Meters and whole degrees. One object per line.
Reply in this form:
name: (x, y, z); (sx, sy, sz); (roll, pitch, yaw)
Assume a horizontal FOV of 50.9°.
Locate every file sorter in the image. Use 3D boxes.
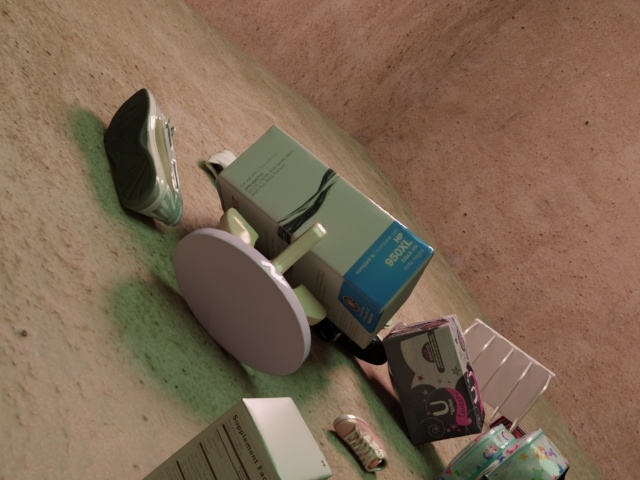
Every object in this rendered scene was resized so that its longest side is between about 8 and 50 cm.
file sorter: (0.499, 0.395, 1.947); (0.278, 0.192, 0.173); (37, 16, 17)

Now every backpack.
backpack: (0.382, 0.492, 1.393); (0.191, 0.253, 0.225); (56, 17, 22)

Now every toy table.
toy table: (-0.104, 0.076, 1.130); (0.274, 0.252, 0.161); (59, 31, -10)

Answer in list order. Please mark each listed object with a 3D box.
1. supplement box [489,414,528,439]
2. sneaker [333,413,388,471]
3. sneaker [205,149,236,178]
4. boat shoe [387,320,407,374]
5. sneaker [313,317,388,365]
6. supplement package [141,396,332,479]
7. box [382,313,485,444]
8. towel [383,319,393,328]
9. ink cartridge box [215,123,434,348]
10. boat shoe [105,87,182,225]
supplement box: (0.580, 0.624, 1.964); (0.130, 0.073, 0.239); (45, 15, -11)
sneaker: (0.079, 0.372, 1.222); (0.134, 0.051, 0.070); (45, 10, -29)
sneaker: (-0.197, -0.127, 1.635); (0.212, 0.080, 0.094); (43, 27, 2)
boat shoe: (0.230, 0.302, 1.744); (0.088, 0.096, 0.267); (42, 8, -10)
sneaker: (0.056, 0.218, 1.498); (0.217, 0.079, 0.121); (42, 18, 3)
supplement package: (-0.098, 0.267, 0.745); (0.105, 0.179, 0.105); (57, 17, 26)
box: (0.260, 0.311, 1.516); (0.142, 0.163, 0.247); (-15, 88, -71)
towel: (0.064, 0.126, 1.605); (0.248, 0.038, 0.325); (40, 2, 14)
ink cartridge box: (0.000, 0.000, 1.330); (0.395, 0.166, 0.285); (40, -19, 12)
boat shoe: (-0.326, -0.163, 1.276); (0.103, 0.118, 0.320); (41, 20, -48)
